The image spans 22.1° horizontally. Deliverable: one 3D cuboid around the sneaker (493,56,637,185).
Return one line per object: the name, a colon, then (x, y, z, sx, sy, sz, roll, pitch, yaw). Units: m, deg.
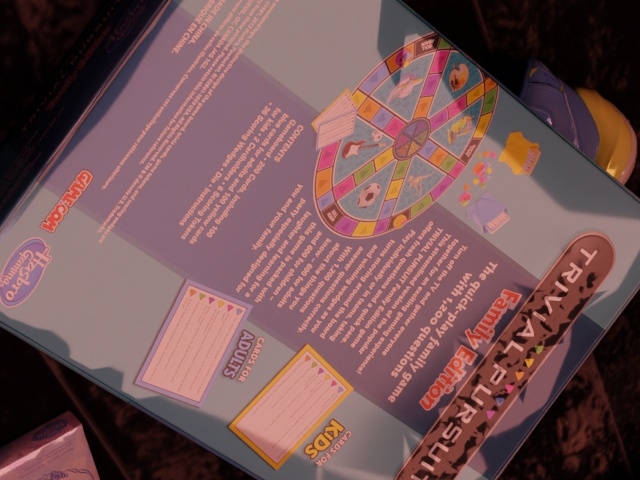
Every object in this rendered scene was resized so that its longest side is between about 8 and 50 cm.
sneaker: (0.082, -0.016, 1.022, 0.126, 0.091, 0.240, 42, 88, -27)

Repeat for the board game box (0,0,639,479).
board game box: (0.000, 0.000, 0.894, 0.336, 0.079, 0.253, 36, 92, -29)

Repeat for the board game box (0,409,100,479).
board game box: (-0.171, 0.156, 0.957, 0.090, 0.020, 0.090, -28, 131, -22)
